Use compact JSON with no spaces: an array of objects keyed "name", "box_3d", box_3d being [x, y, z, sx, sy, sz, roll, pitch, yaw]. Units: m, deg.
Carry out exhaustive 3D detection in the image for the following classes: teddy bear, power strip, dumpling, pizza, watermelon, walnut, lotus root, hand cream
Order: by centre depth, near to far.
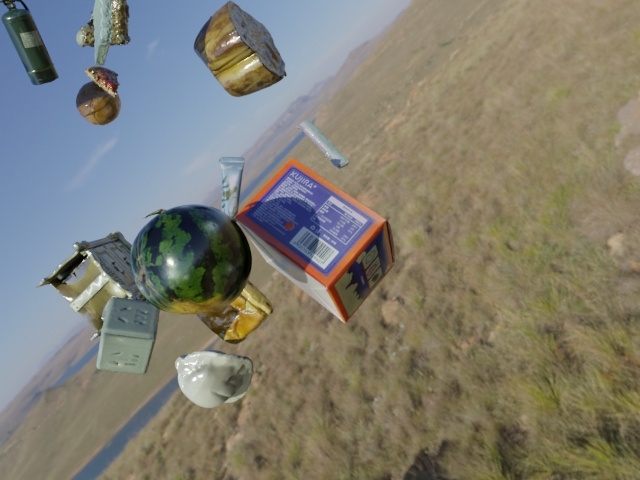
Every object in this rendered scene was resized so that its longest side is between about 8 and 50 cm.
[{"name":"watermelon","box_3d":[-0.279,0.042,1.158,0.269,0.269,0.269,-43,11,11]},{"name":"pizza","box_3d":[-0.579,-0.448,1.443,0.029,0.100,0.099,-34,24,27]},{"name":"power strip","box_3d":[-0.542,0.288,1.482,0.139,0.140,0.224,-103,29,-49]},{"name":"dumpling","box_3d":[-0.323,0.424,1.682,0.227,0.175,0.243,-31,-17,5]},{"name":"hand cream","box_3d":[-0.309,-0.159,1.795,0.055,0.088,0.255,-139,51,-57]},{"name":"lotus root","box_3d":[-0.296,-0.650,1.879,0.250,0.316,0.316,-33,14,15]},{"name":"walnut","box_3d":[-0.881,-0.548,2.100,0.167,0.167,0.207,-41,34,22]},{"name":"teddy bear","box_3d":[-0.858,-0.879,2.151,0.267,0.156,0.256,-43,39,6]}]

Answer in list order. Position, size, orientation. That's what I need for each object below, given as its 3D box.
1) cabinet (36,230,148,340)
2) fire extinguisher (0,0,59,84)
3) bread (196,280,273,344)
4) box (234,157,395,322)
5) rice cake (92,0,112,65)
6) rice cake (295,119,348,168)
[{"name":"cabinet","box_3d":[-0.772,0.152,1.902,0.227,0.290,0.318,-43,3,7]},{"name":"fire extinguisher","box_3d":[-0.951,-0.659,1.699,0.093,0.294,0.118,9,39,27]},{"name":"bread","box_3d":[-0.296,0.212,1.700,0.210,0.235,0.099,-45,6,22]},{"name":"box","box_3d":[0.000,0.000,1.505,0.256,0.349,0.318,-49,-26,-11]},{"name":"rice cake","box_3d":[-0.647,-0.636,1.564,0.037,0.189,0.198,-1,4,-28]},{"name":"rice cake","box_3d":[0.004,-0.419,2.313,0.081,0.290,0.051,-35,-16,-32]}]
